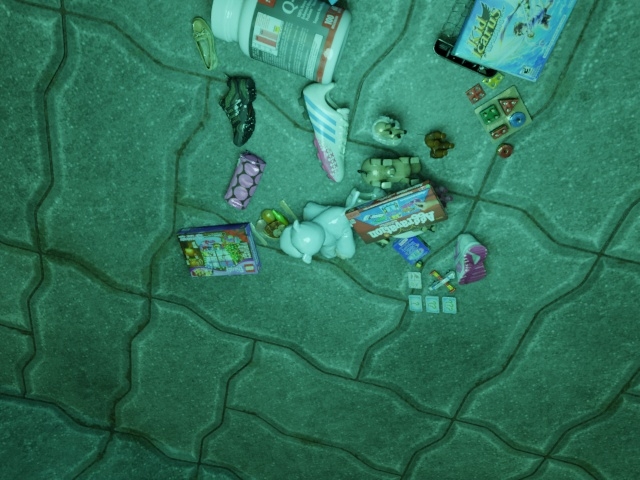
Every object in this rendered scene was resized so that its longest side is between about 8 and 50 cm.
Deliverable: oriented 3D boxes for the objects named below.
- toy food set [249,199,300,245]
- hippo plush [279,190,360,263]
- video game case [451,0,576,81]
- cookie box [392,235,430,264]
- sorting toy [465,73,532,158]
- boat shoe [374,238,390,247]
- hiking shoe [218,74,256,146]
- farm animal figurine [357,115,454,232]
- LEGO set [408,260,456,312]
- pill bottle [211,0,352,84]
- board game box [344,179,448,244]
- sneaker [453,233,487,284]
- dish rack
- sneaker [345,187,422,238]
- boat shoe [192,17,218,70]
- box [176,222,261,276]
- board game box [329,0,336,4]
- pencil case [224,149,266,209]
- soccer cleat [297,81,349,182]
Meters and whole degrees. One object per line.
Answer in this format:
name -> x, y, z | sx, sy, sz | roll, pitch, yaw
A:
toy food set -> -0.181, -0.057, 1.624 | 0.192, 0.038, 0.132 | -33, 109, 22
hippo plush -> 0.000, 0.000, 1.464 | 0.294, 0.237, 0.234 | -5, 114, 48
video game case -> 0.524, -0.599, 1.149 | 0.245, 0.061, 0.269 | 17, 116, -2
cookie box -> 0.338, 0.023, 1.592 | 0.107, 0.040, 0.092 | 42, 116, -14
sorting toy -> 0.569, -0.395, 1.337 | 0.132, 0.046, 0.274 | -30, 109, 21
boat shoe -> 0.183, -0.017, 1.585 | 0.152, 0.056, 0.049 | 28, 113, -7
hiking shoe -> -0.280, -0.431, 1.428 | 0.114, 0.086, 0.226 | 17, 114, 14
farm animal figurine -> 0.265, -0.204, 1.388 | 0.327, 0.172, 0.330 | 10, 99, -23
LEGO set -> 0.424, 0.188, 1.640 | 0.183, 0.060, 0.244 | 2, 120, 22
pill bottle -> -0.109, -0.607, 1.226 | 0.363, 0.210, 0.210 | 19, 119, -3
board game box -> 0.231, -0.079, 1.320 | 0.282, 0.027, 0.145 | -19, 127, 30
sneaker -> 0.540, 0.066, 1.558 | 0.103, 0.111, 0.252 | -11, 138, -1
dish rack -> 0.464, -0.629, 1.212 | 0.209, 0.074, 0.271 | 22, 117, -6
sneaker -> 0.233, -0.099, 1.500 | 0.305, 0.114, 0.152 | 13, 119, 1
boat shoe -> -0.366, -0.617, 1.348 | 0.056, 0.048, 0.152 | -5, 117, 10
box -> -0.397, 0.040, 1.687 | 0.294, 0.057, 0.200 | -4, 117, 14
board game box -> 0.094, -0.812, 1.099 | 0.317, 0.064, 0.242 | -38, 109, -4
pencil case -> -0.275, -0.211, 1.528 | 0.098, 0.095, 0.209 | 6, 123, -36
soccer cleat -> 0.042, -0.350, 1.394 | 0.143, 0.116, 0.331 | -15, 114, 16
